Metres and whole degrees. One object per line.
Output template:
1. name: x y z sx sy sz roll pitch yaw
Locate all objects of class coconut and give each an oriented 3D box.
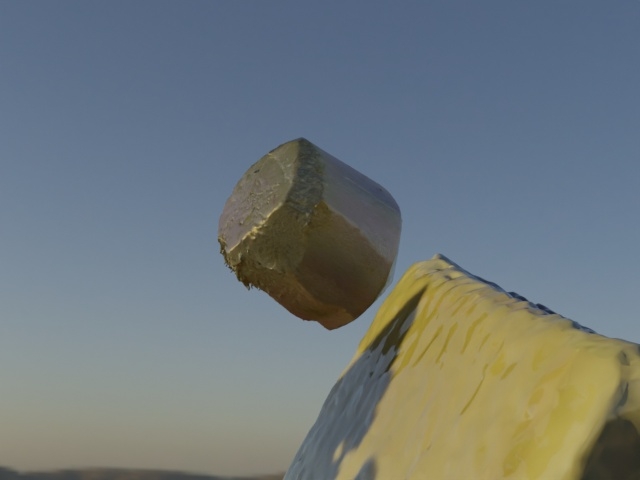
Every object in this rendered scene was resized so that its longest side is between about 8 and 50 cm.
1. coconut: 0.000 0.000 0.781 0.122 0.116 0.116 32 -25 -26

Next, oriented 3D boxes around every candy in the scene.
1. candy: 0.077 0.119 0.480 0.135 0.179 0.321 31 1 -6
